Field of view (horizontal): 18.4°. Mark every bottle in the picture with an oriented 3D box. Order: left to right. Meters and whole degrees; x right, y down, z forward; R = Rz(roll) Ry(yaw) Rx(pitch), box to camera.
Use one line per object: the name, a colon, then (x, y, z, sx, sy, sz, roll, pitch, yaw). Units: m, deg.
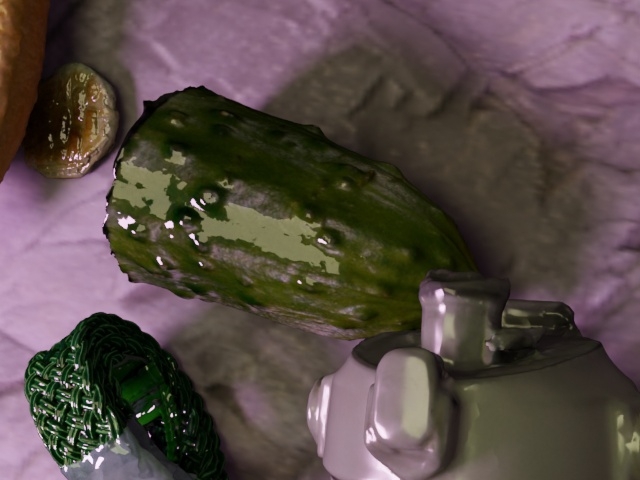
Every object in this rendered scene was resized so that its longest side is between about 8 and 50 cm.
bottle: (0.083, 0.189, 1.045, 0.229, 0.229, 0.351, 3, 93, 30)

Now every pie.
pie: (-0.171, -0.080, 1.335, 0.084, 0.020, 0.084, -3, 84, 30)

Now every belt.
belt: (-0.126, 0.124, 1.231, 0.079, 0.121, 0.151, -39, 72, 19)

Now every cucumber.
cucumber: (-0.001, 0.000, 1.180, 0.244, 0.134, 0.134, 19, 95, 20)

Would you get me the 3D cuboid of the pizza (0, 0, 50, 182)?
pizza: (-0.281, -0.127, 1.367, 0.229, 0.081, 0.289, 1, 82, 28)
